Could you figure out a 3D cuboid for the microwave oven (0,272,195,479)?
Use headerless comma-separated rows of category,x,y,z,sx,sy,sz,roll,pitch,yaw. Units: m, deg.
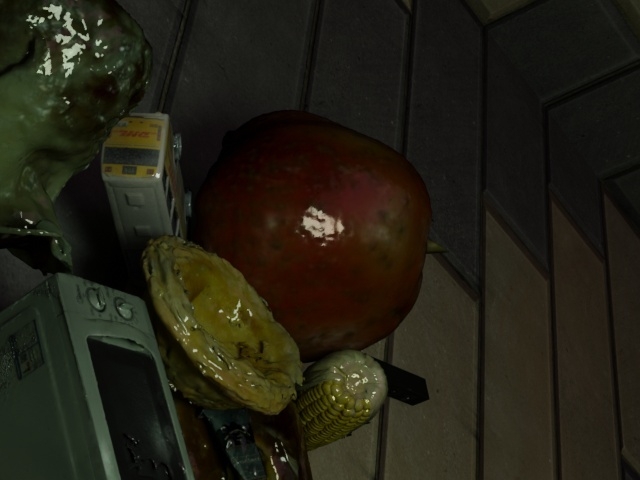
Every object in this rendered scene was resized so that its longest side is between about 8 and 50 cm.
microwave oven,-0.288,0.226,1.621,0.181,0.237,0.295,23,41,-52

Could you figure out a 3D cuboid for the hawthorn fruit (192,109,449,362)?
hawthorn fruit,0.000,0.000,2.096,0.403,0.402,0.403,40,38,-40

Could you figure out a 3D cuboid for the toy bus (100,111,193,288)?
toy bus,-0.234,-0.053,1.909,0.342,0.097,0.138,90,0,-61

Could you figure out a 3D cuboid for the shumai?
shumai,-0.418,-0.128,1.627,0.395,0.395,0.348,37,63,-43

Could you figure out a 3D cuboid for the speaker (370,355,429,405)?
speaker,0.132,0.258,2.539,0.191,0.040,0.046,27,45,-49

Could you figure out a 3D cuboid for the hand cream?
hand cream,-0.093,0.332,1.815,0.075,0.052,0.248,15,50,-65

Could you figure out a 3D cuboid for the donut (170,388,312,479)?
donut,-0.137,0.339,1.915,0.330,0.160,0.330,24,54,-38

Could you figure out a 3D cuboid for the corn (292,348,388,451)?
corn,-0.001,0.246,2.079,0.123,0.305,0.122,-14,78,-30

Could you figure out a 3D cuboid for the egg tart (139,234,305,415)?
egg tart,-0.146,0.120,1.800,0.288,0.118,0.288,49,18,-21
